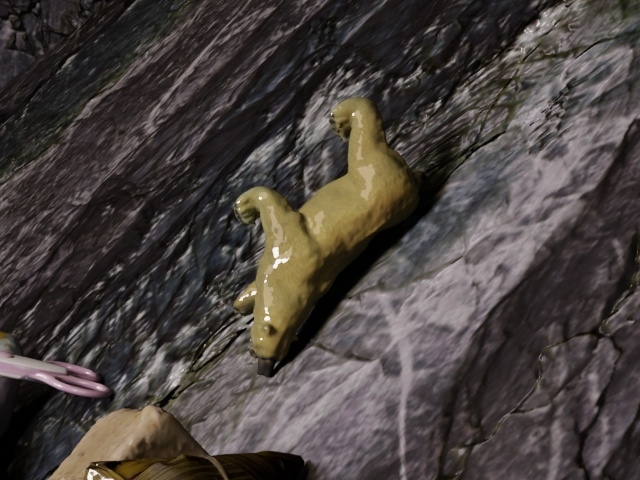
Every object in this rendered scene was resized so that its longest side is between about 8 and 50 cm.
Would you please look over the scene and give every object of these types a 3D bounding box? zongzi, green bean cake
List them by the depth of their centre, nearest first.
[{"bbox_3d":[-0.033,0.198,1.116,0.187,0.184,0.084,45,124,38],"label":"zongzi"},{"bbox_3d":[-0.139,0.205,1.195,0.085,0.109,0.179,-8,40,55],"label":"green bean cake"}]

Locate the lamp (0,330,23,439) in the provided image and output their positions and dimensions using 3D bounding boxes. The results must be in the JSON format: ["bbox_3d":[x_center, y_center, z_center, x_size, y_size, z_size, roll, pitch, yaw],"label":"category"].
[{"bbox_3d":[-0.391,0.197,1.555,0.301,0.247,0.247,-73,6,-65],"label":"lamp"}]

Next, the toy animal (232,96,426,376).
[{"bbox_3d":[0.000,0.000,1.410,0.219,0.103,0.101,-42,44,-15],"label":"toy animal"}]

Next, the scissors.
[{"bbox_3d":[-0.265,0.106,1.549,0.085,0.176,0.022,-143,69,-68],"label":"scissors"}]
